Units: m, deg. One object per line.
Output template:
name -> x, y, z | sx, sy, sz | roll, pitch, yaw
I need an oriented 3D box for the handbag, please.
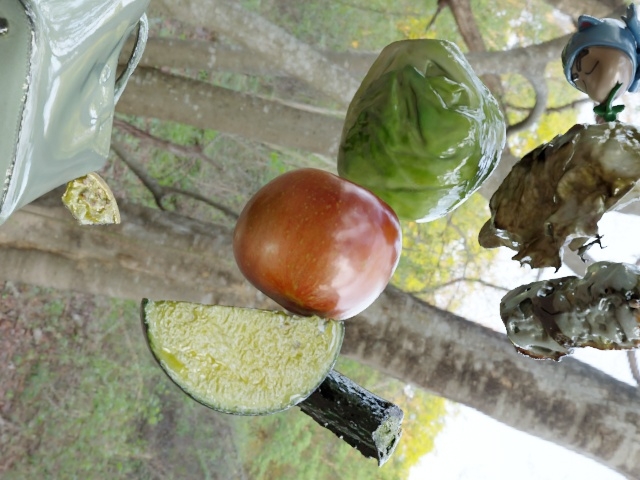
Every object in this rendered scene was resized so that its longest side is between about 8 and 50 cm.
handbag -> -0.210, -0.144, 0.577 | 0.241, 0.109, 0.315 | -63, 176, 25

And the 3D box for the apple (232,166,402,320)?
apple -> 0.000, 0.000, 0.640 | 0.139, 0.163, 0.163 | -55, -168, 10

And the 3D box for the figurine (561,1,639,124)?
figurine -> 0.412, -0.224, 0.872 | 0.114, 0.178, 0.145 | 72, 29, -69

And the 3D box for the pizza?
pizza -> -0.497, -0.086, 1.419 | 0.035, 0.160, 0.099 | 12, -133, 45

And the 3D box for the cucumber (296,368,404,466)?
cucumber -> -0.020, 0.155, 0.726 | 0.067, 0.245, 0.067 | -55, 166, -21

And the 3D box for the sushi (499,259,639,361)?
sushi -> 0.404, 0.114, 1.045 | 0.332, 0.130, 0.124 | -20, -159, 52

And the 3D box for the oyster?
oyster -> 0.282, -0.040, 0.754 | 0.337, 0.197, 0.133 | 78, -13, -77

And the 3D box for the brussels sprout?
brussels sprout -> 0.116, -0.127, 0.799 | 0.223, 0.161, 0.223 | -15, -118, 29

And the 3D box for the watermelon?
watermelon -> -0.074, 0.105, 0.580 | 0.075, 0.181, 0.092 | 161, -67, -65
